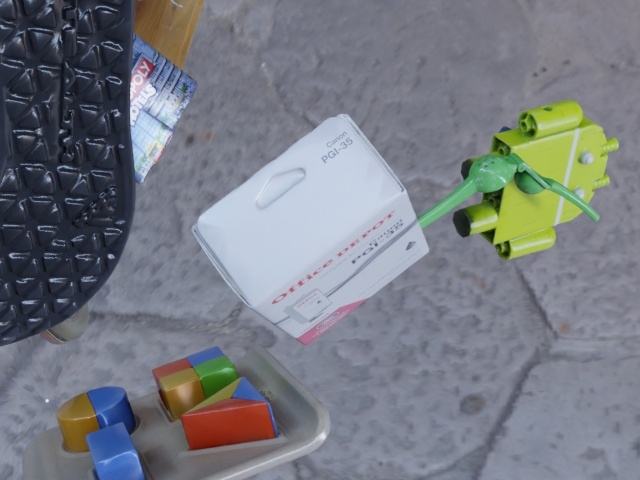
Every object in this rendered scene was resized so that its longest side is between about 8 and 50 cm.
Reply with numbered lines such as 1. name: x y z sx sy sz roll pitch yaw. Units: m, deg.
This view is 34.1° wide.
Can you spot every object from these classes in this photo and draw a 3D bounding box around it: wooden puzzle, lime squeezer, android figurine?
1. wooden puzzle: -0.195 0.225 1.256 0.348 0.322 0.080 -23 107 -14
2. lime squeezer: 0.253 -0.061 1.370 0.311 0.059 0.109 -5 106 -23
3. android figurine: 0.318 -0.088 1.512 0.273 0.056 0.248 -14 128 -27

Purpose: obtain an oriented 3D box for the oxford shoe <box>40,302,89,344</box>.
1. oxford shoe: -0.347 0.028 1.464 0.130 0.348 0.123 5 47 1

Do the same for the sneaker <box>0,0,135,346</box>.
1. sneaker: -0.131 -0.064 0.451 0.084 0.234 0.097 -9 38 -39

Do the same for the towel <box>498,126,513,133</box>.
1. towel: 0.328 -0.130 1.619 0.120 0.029 0.067 23 51 -19

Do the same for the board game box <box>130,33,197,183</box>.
1. board game box: -0.307 -0.220 1.601 0.194 0.060 0.194 36 82 -34

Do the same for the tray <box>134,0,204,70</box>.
1. tray: -0.298 -0.438 1.780 0.203 0.076 0.410 7 116 -31

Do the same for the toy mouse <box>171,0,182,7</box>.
1. toy mouse: -0.270 -0.395 1.582 0.143 0.031 0.161 42 32 -11

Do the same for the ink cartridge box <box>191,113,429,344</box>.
1. ink cartridge box: 0.000 0.000 1.187 0.207 0.283 0.117 -37 73 1
